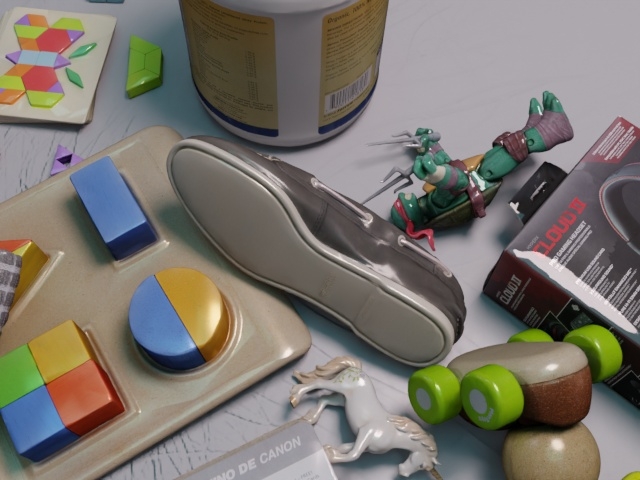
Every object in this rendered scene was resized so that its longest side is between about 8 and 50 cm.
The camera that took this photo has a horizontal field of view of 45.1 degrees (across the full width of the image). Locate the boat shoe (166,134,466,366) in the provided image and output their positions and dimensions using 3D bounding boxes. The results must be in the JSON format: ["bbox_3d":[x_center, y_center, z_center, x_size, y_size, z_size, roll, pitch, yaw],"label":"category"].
[{"bbox_3d":[0.000,0.000,0.774,0.335,0.112,0.095,36,38,0],"label":"boat shoe"}]

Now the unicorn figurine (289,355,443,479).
[{"bbox_3d":[0.040,0.174,0.726,0.111,0.060,0.161,-20,65,-11],"label":"unicorn figurine"}]

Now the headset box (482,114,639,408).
[{"bbox_3d":[0.328,0.028,0.782,0.293,0.110,0.218,39,68,17],"label":"headset box"}]

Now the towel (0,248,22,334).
[{"bbox_3d":[-0.428,0.080,0.693,0.284,0.121,0.234,16,82,20],"label":"towel"}]

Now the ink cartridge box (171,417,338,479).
[{"bbox_3d":[-0.081,0.329,0.578,0.310,0.130,0.271,-24,61,-8],"label":"ink cartridge box"}]

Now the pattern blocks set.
[{"bbox_3d":[-0.336,-0.212,0.936,0.286,0.026,0.324,-7,63,-6],"label":"pattern blocks set"}]

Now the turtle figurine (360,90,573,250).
[{"bbox_3d":[0.147,-0.077,0.834,0.234,0.175,0.118,-27,110,4],"label":"turtle figurine"}]

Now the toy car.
[{"bbox_3d":[0.193,0.188,0.699,0.155,0.149,0.188,-14,88,-30],"label":"toy car"}]

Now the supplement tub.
[{"bbox_3d":[-0.039,-0.272,0.812,0.229,0.316,0.228,1,62,-2],"label":"supplement tub"}]

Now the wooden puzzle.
[{"bbox_3d":[-0.230,0.054,0.770,0.348,0.080,0.322,-28,66,-16],"label":"wooden puzzle"}]

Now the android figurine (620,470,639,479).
[{"bbox_3d":[0.321,0.316,0.644,0.273,0.056,0.248,-28,73,-21],"label":"android figurine"}]
